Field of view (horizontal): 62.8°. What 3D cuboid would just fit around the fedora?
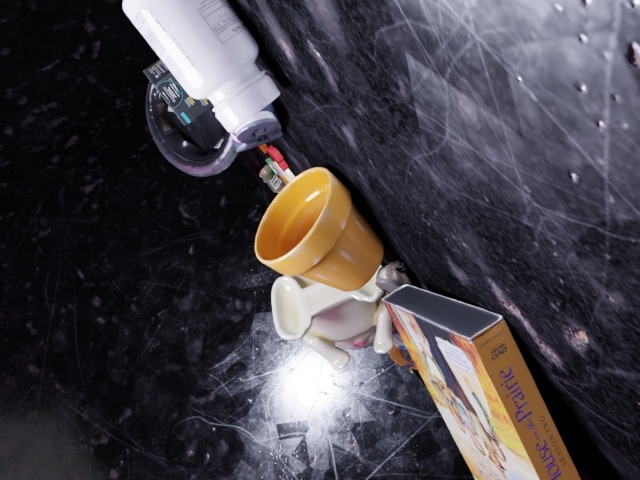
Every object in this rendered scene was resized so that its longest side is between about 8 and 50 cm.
[{"bbox_3d":[-0.298,-0.332,1.381,0.334,0.334,0.152,51,-150,10],"label":"fedora"}]

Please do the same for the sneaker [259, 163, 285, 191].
[{"bbox_3d":[-0.159,-0.213,1.850,0.086,0.064,0.192,44,176,3],"label":"sneaker"}]

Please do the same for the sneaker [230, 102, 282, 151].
[{"bbox_3d":[-0.145,-0.264,1.078,0.319,0.112,0.131,-175,63,-81],"label":"sneaker"}]

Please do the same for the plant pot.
[{"bbox_3d":[0.012,-0.002,0.993,0.187,0.205,0.205,35,-175,-30],"label":"plant pot"}]

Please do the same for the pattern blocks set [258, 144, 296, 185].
[{"bbox_3d":[-0.094,-0.186,1.568,0.285,0.026,0.325,53,176,-21],"label":"pattern blocks set"}]

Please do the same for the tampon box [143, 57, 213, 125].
[{"bbox_3d":[-0.285,-0.363,1.171,0.101,0.161,0.120,48,173,43],"label":"tampon box"}]

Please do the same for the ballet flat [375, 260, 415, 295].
[{"bbox_3d":[0.166,0.099,1.072,0.084,0.058,0.250,9,161,25],"label":"ballet flat"}]

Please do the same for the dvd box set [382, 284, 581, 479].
[{"bbox_3d":[0.265,0.281,0.834,0.421,0.062,0.307,62,169,-11],"label":"dvd box set"}]

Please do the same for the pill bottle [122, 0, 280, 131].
[{"bbox_3d":[-0.167,-0.284,0.778,0.229,0.131,0.131,53,176,-17],"label":"pill bottle"}]

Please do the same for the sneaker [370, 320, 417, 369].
[{"bbox_3d":[0.250,0.306,1.698,0.296,0.131,0.112,34,142,-10],"label":"sneaker"}]

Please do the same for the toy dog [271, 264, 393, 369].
[{"bbox_3d":[0.038,0.158,1.421,0.396,0.284,0.408,56,180,36],"label":"toy dog"}]
